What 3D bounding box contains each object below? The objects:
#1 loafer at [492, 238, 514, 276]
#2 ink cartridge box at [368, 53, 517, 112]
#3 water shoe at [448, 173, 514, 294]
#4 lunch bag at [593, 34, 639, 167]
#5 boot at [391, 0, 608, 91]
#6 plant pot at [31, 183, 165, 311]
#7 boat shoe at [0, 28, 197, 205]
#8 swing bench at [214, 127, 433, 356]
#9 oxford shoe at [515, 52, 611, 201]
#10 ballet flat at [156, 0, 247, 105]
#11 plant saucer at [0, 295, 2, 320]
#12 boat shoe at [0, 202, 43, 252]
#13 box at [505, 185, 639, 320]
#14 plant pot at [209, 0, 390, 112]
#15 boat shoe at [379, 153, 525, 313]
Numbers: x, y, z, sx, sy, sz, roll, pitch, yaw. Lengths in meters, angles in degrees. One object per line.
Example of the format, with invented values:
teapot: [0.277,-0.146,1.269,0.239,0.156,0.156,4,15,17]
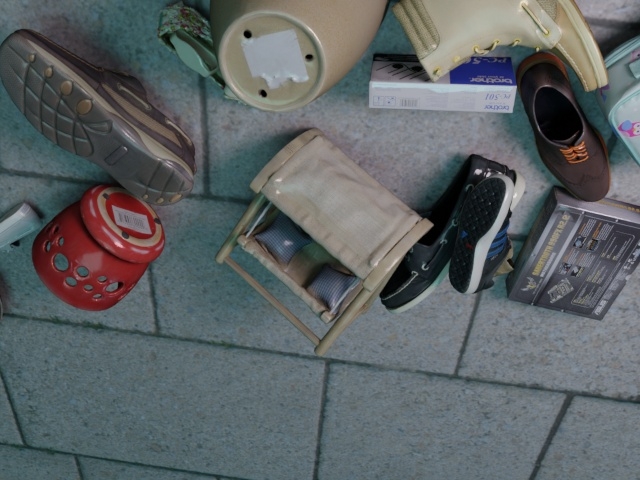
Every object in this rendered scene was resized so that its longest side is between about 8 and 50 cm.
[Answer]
loafer: [0.313,0.005,1.217,0.050,0.056,0.148,-9,137,15]
ink cartridge box: [0.177,-0.233,1.012,0.206,0.097,0.046,4,129,6]
water shoe: [0.262,-0.011,1.079,0.080,0.073,0.203,-3,122,-36]
lunch bag: [0.529,-0.225,0.931,0.279,0.108,0.224,-32,133,29]
boot: [0.241,-0.269,0.929,0.203,0.095,0.262,-35,100,19]
plant pot: [-0.391,0.003,1.239,0.191,0.191,0.174,39,116,-22]
boat shoe: [-0.344,-0.201,1.099,0.132,0.130,0.355,-25,127,30]
swing bench: [0.000,0.000,1.129,0.253,0.165,0.255,40,130,11]
oxford shoe: [0.373,-0.148,1.047,0.096,0.098,0.271,-26,119,26]
ballet flat: [-0.151,-0.262,1.051,0.240,0.077,0.091,33,134,-18]
plant saucer: [-0.820,0.092,1.461,0.310,0.050,0.311,5,130,6]
boat shoe: [-0.615,-0.008,1.344,0.184,0.066,0.063,-32,117,19]
box: [0.454,0.028,1.210,0.182,0.056,0.231,13,129,0]
plant pot: [-0.040,-0.288,0.886,0.256,0.274,0.257,4,129,5]
boat shoe: [0.190,-0.012,1.173,0.113,0.127,0.340,32,125,-16]
